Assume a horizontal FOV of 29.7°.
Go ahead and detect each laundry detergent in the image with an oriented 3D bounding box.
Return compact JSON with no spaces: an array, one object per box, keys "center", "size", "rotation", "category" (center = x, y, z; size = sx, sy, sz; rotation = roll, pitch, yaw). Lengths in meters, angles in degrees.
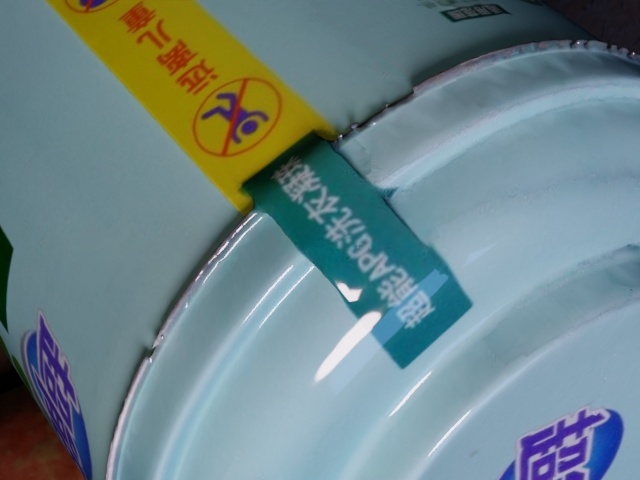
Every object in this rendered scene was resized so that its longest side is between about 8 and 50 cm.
[{"center":[0.000,0.000,0.528],"size":[0.287,0.305,0.287],"rotation":[-25,139,-23],"category":"laundry detergent"}]

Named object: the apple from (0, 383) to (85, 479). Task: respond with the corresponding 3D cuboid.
[{"center":[-0.113,0.234,0.672],"size":[0.319,0.277,0.319],"rotation":[-24,137,-24],"category":"apple"}]
